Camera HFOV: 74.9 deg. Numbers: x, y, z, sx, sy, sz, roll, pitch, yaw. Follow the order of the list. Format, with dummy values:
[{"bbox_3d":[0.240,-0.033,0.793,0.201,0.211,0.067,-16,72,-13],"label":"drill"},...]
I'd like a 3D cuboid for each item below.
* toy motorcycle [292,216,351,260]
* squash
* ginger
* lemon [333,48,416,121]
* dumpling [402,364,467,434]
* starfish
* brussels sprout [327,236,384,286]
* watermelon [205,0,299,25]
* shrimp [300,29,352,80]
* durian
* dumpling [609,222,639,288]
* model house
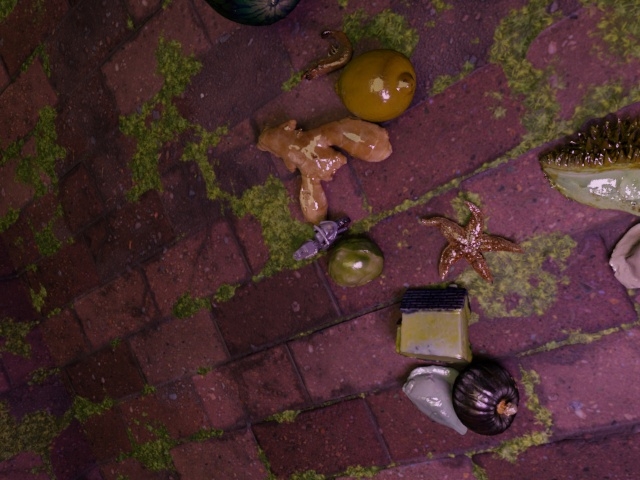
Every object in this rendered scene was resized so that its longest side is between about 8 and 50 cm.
[{"bbox_3d":[0.000,0.000,1.281,0.215,0.122,0.080,-38,78,25],"label":"toy motorcycle"},{"bbox_3d":[0.442,0.424,1.120,0.193,0.193,0.156,-61,33,20],"label":"squash"},{"bbox_3d":[-0.013,-0.273,1.245,0.348,0.122,0.363,46,124,2],"label":"ginger"},{"bbox_3d":[0.146,-0.411,1.115,0.248,0.184,0.184,16,106,39],"label":"lemon"},{"bbox_3d":[0.350,0.454,1.206,0.216,0.105,0.149,41,113,14],"label":"dumpling"},{"bbox_3d":[0.399,0.014,1.135,0.277,0.062,0.236,19,107,19],"label":"starfish"},{"bbox_3d":[0.096,0.064,1.244,0.183,0.145,0.131,-19,64,21],"label":"brussels sprout"},{"bbox_3d":[-0.194,-0.766,1.130,0.363,0.363,0.364,4,101,24],"label":"watermelon"},{"bbox_3d":[0.006,-0.551,1.235,0.178,0.034,0.124,-16,89,24],"label":"shrimp"},{"bbox_3d":[0.718,-0.167,0.956,0.394,0.163,0.198,11,142,27],"label":"durian"},{"bbox_3d":[0.770,0.026,0.945,0.181,0.111,0.155,-23,67,4],"label":"dumpling"},{"bbox_3d":[0.323,0.232,1.186,0.193,0.170,0.212,-5,68,32],"label":"model house"}]
